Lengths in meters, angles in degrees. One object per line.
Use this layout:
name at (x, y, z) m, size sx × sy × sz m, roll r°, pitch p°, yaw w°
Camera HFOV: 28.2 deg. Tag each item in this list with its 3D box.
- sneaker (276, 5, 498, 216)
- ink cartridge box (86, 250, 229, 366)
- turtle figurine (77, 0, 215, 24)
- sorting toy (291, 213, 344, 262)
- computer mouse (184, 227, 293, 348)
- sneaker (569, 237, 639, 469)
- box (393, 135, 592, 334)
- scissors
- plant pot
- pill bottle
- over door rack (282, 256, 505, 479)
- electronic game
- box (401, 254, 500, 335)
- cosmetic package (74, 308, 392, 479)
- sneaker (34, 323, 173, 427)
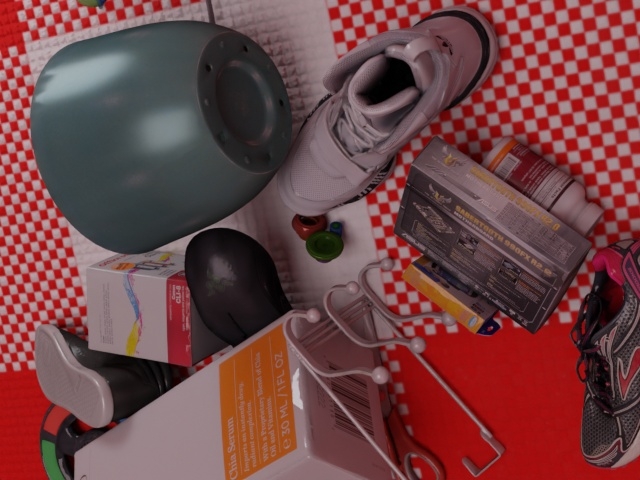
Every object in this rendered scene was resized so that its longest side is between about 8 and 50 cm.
sneaker at (0.046, -0.148, 1.578) m, size 0.366 × 0.210 × 0.137 m, roll -41°, pitch 83°, yaw 28°
ink cartridge box at (-0.228, 0.092, 1.818) m, size 0.176 × 0.128 × 0.127 m, roll 6°, pitch 105°, yaw 24°
turtle figurine at (-0.234, -0.421, 1.709) m, size 0.198 × 0.274 × 0.266 m, roll 28°, pitch 94°, yaw 41°
sorting toy at (0.000, 0.000, 1.725) m, size 0.042 × 0.061 × 0.102 m, roll 93°, pitch 156°, yaw -46°
computer mouse at (-0.093, 0.098, 1.707) m, size 0.188 × 0.072 × 0.272 m, roll -11°, pitch 130°, yaw 23°
sneaker at (0.351, 0.135, 1.536) m, size 0.121 × 0.112 × 0.299 m, roll 34°, pitch 123°, yaw 57°
box at (0.204, -0.004, 1.569) m, size 0.231 × 0.056 × 0.183 m, roll 36°, pitch 155°, yaw 14°
scissors at (0.079, 0.233, 1.765) m, size 0.109 × 0.021 × 0.297 m, roll -23°, pitch 94°, yaw 30°
plant pot at (-0.181, -0.147, 1.624) m, size 0.235 × 0.293 × 0.293 m, roll -14°, pitch 96°, yaw 36°
pill bottle at (0.267, -0.053, 1.566) m, size 0.152 × 0.086 × 0.086 m, roll 37°, pitch 116°, yaw 13°
over door rack at (0.114, 0.188, 1.616) m, size 0.108 × 0.239 × 0.324 m, roll -33°, pitch 88°, yaw 32°
electronic game at (-0.340, 0.335, 1.979) m, size 0.229 × 0.048 × 0.229 m, roll 7°, pitch 106°, yaw 24°
box at (0.177, 0.069, 1.643) m, size 0.136 × 0.081 × 0.028 m, roll 36°, pitch 115°, yaw 13°
cosmetic package at (-0.132, 0.310, 1.712) m, size 0.453 × 0.161 × 0.230 m, roll -35°, pitch 43°, yaw 28°
sneaker at (-0.323, 0.196, 1.912) m, size 0.295 × 0.147 × 0.105 m, roll 25°, pitch 114°, yaw 52°
